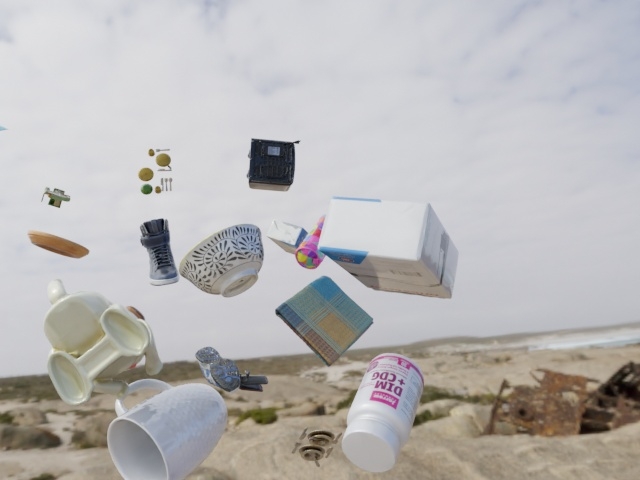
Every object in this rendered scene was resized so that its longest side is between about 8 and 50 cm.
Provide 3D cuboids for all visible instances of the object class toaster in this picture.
[{"bbox_3d":[-0.169,-0.270,1.996,0.185,0.168,0.110,3,-10,-9],"label":"toaster"}]

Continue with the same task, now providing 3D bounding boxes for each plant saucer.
[{"bbox_3d":[-0.871,0.018,1.858,0.200,0.037,0.200,15,-16,4],"label":"plant saucer"}]

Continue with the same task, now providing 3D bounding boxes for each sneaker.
[{"bbox_3d":[-0.455,0.028,1.578,0.086,0.163,0.226,-10,20,-20],"label":"sneaker"},{"bbox_3d":[-0.296,0.393,1.661,0.080,0.081,0.211,-23,31,-27],"label":"sneaker"}]

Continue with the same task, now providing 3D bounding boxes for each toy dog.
[{"bbox_3d":[-0.682,0.312,1.739,0.284,0.395,0.408,-50,-7,-11],"label":"toy dog"}]

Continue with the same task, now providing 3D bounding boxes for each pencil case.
[{"bbox_3d":[0.000,0.000,1.935,0.104,0.104,0.236,-16,25,37],"label":"pencil case"}]

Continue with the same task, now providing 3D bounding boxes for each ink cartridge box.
[{"bbox_3d":[-0.094,0.006,2.159,0.134,0.078,0.231,17,-13,27],"label":"ink cartridge box"},{"bbox_3d":[0.210,0.029,1.604,0.285,0.166,0.395,6,-17,27],"label":"ink cartridge box"}]

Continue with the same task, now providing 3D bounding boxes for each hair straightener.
[{"bbox_3d":[-0.276,0.461,1.899,0.230,0.047,0.089,19,-65,-31],"label":"hair straightener"}]

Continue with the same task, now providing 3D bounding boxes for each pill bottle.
[{"bbox_3d":[0.161,0.434,1.431,0.160,0.160,0.283,-13,22,28],"label":"pill bottle"}]

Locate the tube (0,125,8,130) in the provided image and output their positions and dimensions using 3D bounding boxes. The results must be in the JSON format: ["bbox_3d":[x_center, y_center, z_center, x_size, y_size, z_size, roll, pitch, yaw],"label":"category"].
[{"bbox_3d":[-0.917,-0.309,1.496,0.207,0.052,0.080,18,29,38],"label":"tube"}]

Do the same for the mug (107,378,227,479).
[{"bbox_3d":[-0.511,0.598,1.855,0.374,0.276,0.328,33,30,21],"label":"mug"}]

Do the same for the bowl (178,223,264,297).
[{"bbox_3d":[-0.165,0.052,1.027,0.170,0.080,0.170,-29,-21,-13],"label":"bowl"}]

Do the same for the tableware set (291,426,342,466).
[{"bbox_3d":[-0.014,0.666,1.799,0.128,0.039,0.194,11,-46,-10],"label":"tableware set"}]

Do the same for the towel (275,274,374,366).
[{"bbox_3d":[0.021,0.272,1.991,0.040,0.271,0.370,-52,-11,30],"label":"towel"}]

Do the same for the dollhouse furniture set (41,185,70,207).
[{"bbox_3d":[-0.824,-0.126,1.739,0.076,0.058,0.151,19,3,-27],"label":"dollhouse furniture set"}]

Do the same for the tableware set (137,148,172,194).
[{"bbox_3d":[-0.519,-0.217,1.759,0.104,0.154,0.024,-4,-16,-13],"label":"tableware set"}]
